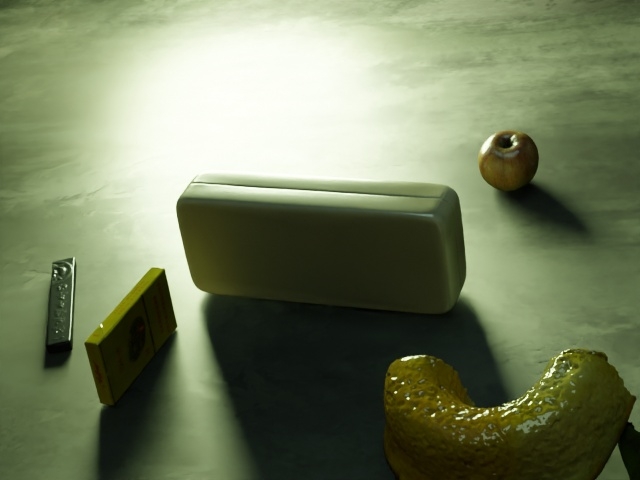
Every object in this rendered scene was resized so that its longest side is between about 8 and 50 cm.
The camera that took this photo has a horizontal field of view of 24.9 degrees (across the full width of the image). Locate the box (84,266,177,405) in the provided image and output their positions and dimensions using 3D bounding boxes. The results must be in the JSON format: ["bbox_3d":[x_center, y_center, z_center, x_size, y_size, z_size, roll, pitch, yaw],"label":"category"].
[{"bbox_3d":[-0.213,0.107,1.644,0.023,0.087,0.155,9,35,22],"label":"box"}]

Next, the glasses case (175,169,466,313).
[{"bbox_3d":[0.000,0.000,1.706,0.336,0.144,0.076,5,34,21],"label":"glasses case"}]

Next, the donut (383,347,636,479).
[{"bbox_3d":[0.170,0.188,1.399,0.259,0.101,0.152,-4,37,17],"label":"donut"}]

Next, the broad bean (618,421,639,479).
[{"bbox_3d":[0.309,0.248,1.318,0.060,0.043,0.297,-21,28,15],"label":"broad bean"}]

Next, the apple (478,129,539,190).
[{"bbox_3d":[0.244,-0.102,1.876,0.084,0.071,0.084,-9,38,8],"label":"apple"}]

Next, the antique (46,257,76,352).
[{"bbox_3d":[-0.319,0.078,1.787,0.031,0.015,0.192,-11,31,-2],"label":"antique"}]
